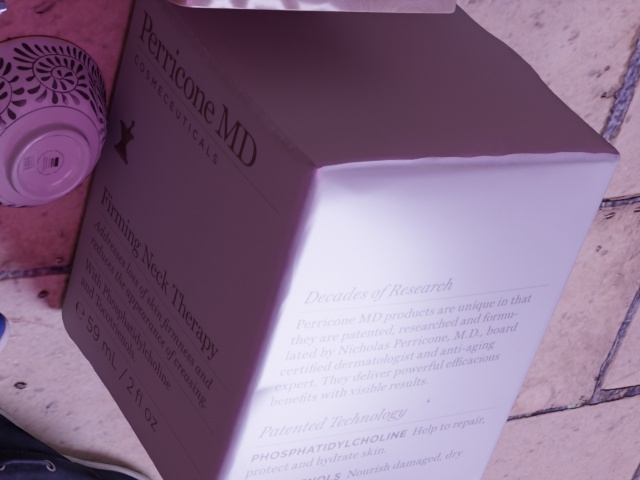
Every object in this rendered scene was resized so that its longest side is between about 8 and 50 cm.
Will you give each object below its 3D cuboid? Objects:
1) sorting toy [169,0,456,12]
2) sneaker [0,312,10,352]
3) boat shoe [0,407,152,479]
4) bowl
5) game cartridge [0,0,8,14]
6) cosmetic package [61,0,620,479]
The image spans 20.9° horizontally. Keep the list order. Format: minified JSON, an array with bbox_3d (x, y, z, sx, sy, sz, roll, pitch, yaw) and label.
[{"bbox_3d":[-0.058,-0.256,1.397,0.255,0.257,0.089,-4,111,-35],"label":"sorting toy"},{"bbox_3d":[-0.367,0.097,1.616,0.152,0.058,0.084,-25,146,-7],"label":"sneaker"},{"bbox_3d":[-0.275,0.305,1.800,0.187,0.156,0.500,-43,141,1],"label":"boat shoe"},{"bbox_3d":[-0.250,-0.087,1.524,0.170,0.080,0.170,-21,135,-22],"label":"bowl"},{"bbox_3d":[-0.302,-0.195,1.406,0.083,0.056,0.017,-13,125,-29],"label":"game cartridge"},{"bbox_3d":[0.000,0.000,1.598,0.327,0.329,0.393,-5,128,-33],"label":"cosmetic package"}]
